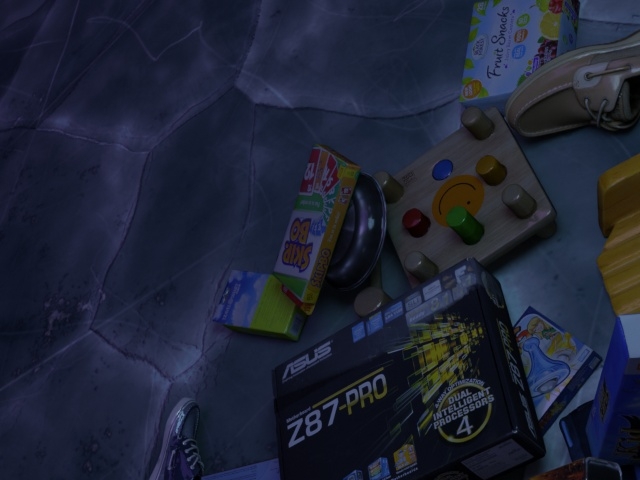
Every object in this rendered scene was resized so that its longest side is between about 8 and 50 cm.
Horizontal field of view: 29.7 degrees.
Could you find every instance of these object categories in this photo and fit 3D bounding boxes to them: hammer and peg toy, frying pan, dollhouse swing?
[{"bbox_3d":[0.175,-0.034,1.922,0.361,0.127,0.266,-35,47,17],"label":"hammer and peg toy"},{"bbox_3d":[0.008,-0.028,2.016,0.326,0.053,0.197,19,97,57],"label":"frying pan"},{"bbox_3d":[0.473,-0.016,1.546,0.315,0.305,0.347,-29,50,22],"label":"dollhouse swing"}]

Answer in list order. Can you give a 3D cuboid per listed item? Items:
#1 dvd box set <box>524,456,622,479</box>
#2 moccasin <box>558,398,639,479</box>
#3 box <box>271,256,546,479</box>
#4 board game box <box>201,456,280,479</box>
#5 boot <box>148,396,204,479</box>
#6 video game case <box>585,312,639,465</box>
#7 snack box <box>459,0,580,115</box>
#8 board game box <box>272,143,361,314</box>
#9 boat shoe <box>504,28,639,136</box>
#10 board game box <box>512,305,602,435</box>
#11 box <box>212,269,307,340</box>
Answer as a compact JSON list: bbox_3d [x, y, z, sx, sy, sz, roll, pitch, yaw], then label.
[{"bbox_3d":[0.217,0.468,1.497,0.420,0.062,0.308,-37,40,51],"label":"dvd box set"},{"bbox_3d":[0.374,0.358,1.531,0.116,0.138,0.342,-22,38,22],"label":"moccasin"},{"bbox_3d":[0.114,0.248,1.774,0.395,0.097,0.318,-31,41,24],"label":"box"},{"bbox_3d":[-0.078,0.418,1.915,0.281,0.027,0.145,-19,52,29],"label":"board game box"},{"bbox_3d":[-0.225,0.366,2.048,0.086,0.069,0.190,10,78,35],"label":"boot"},{"bbox_3d":[0.451,0.173,1.405,0.244,0.269,0.061,-4,53,0],"label":"video game case"},{"bbox_3d":[0.332,-0.315,2.013,0.174,0.070,0.207,-7,59,36],"label":"snack box"},{"bbox_3d":[-0.012,-0.018,1.965,0.124,0.039,0.259,38,116,57],"label":"board game box"},{"bbox_3d":[0.441,-0.231,1.835,0.341,0.121,0.110,-24,50,24],"label":"boat shoe"},{"bbox_3d":[0.292,0.209,1.739,0.201,0.035,0.136,-53,44,0],"label":"board game box"},{"bbox_3d":[-0.098,0.112,2.112,0.178,0.042,0.109,5,67,41],"label":"box"}]
